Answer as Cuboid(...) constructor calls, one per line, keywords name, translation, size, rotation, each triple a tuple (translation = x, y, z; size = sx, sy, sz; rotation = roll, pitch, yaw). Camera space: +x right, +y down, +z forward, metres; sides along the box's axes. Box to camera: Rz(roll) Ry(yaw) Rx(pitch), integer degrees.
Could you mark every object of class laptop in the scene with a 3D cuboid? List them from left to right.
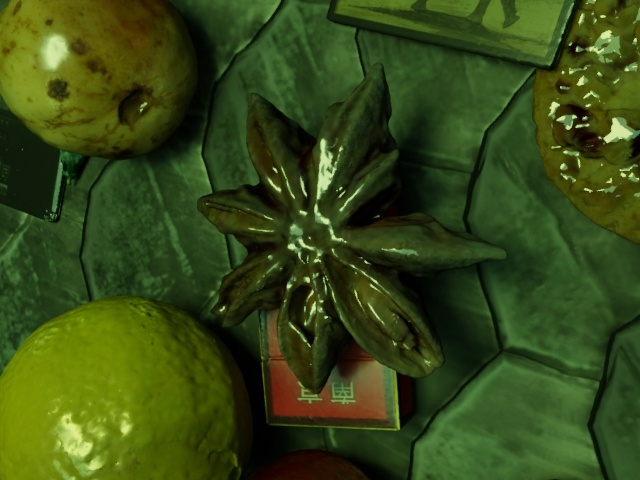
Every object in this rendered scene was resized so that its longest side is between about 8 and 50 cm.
Cuboid(name="laptop", translation=(-0.418, -0.108, 0.976), size=(0.180, 0.016, 0.129), rotation=(18, 101, 22))

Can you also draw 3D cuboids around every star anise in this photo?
Cuboid(name="star anise", translation=(0.015, -0.010, 0.657), size=(0.315, 0.108, 0.315), rotation=(-1, 88, 24))

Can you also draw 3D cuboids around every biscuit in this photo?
Cuboid(name="biscuit", translation=(0.339, -0.142, 0.585), size=(0.289, 0.081, 0.334), rotation=(42, 111, 18))

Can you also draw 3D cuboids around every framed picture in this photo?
Cuboid(name="framed picture", translation=(0.155, -0.355, 0.669), size=(0.265, 0.016, 0.347), rotation=(25, 103, 33))

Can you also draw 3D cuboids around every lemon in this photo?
Cuboid(name="lemon", translation=(-0.207, 0.194, 0.754), size=(0.293, 0.293, 0.293), rotation=(2, 94, 25))

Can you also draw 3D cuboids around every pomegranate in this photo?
Cuboid(name="pomegranate", translation=(-0.250, -0.199, 0.792), size=(0.215, 0.215, 0.215), rotation=(2, 94, 25))

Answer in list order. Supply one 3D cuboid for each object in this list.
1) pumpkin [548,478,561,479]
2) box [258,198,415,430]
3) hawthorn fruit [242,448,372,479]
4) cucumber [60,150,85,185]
Cuboid(name="pumpkin", translation=(0.190, 0.297, 0.659), size=(0.108, 0.119, 0.183), rotation=(26, 98, 20))
Cuboid(name="box", translation=(0.013, 0.074, 0.753), size=(0.153, 0.074, 0.239), rotation=(-4, 91, 20))
Cuboid(name="hawthorn fruit", translation=(0.019, 0.357, 0.676), size=(0.300, 0.254, 0.254), rotation=(28, 104, 18))
Cuboid(name="cucumber", translation=(-0.310, -0.144, 0.912), size=(0.037, 0.037, 0.155), rotation=(17, 100, 23))
